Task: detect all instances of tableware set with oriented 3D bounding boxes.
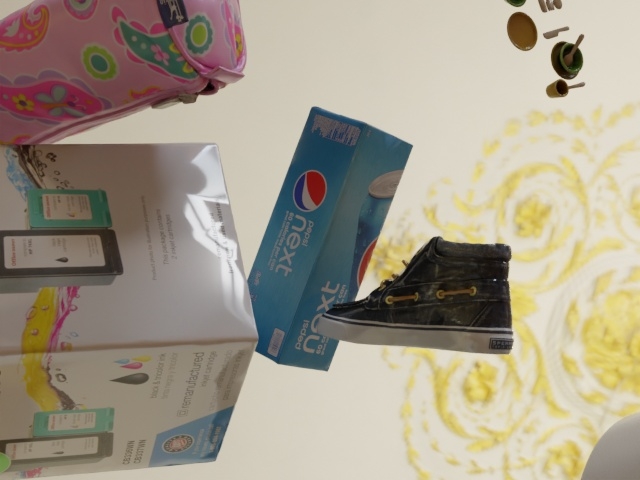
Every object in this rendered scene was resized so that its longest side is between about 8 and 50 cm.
[{"bbox_3d":[0.268,-0.244,1.367,0.104,0.024,0.154,-19,-86,-32],"label":"tableware set"}]

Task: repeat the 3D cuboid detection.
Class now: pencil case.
[{"bbox_3d":[-0.191,-0.138,0.913,0.124,0.284,0.124,35,-132,-50],"label":"pencil case"}]

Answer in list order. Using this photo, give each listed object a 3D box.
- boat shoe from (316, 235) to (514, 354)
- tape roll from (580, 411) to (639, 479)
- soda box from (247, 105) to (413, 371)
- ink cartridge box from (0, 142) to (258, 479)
[{"bbox_3d":[0.073,0.041,0.879,0.065,0.183,0.083,10,-97,-44],"label":"boat shoe"},{"bbox_3d":[0.309,0.214,0.754,0.246,0.169,0.246,19,-121,-36],"label":"tape roll"},{"bbox_3d":[0.000,0.000,0.971,0.071,0.067,0.210,17,-85,-50],"label":"soda box"},{"bbox_3d":[-0.212,0.057,0.906,0.270,0.197,0.198,-2,-37,-18],"label":"ink cartridge box"}]
